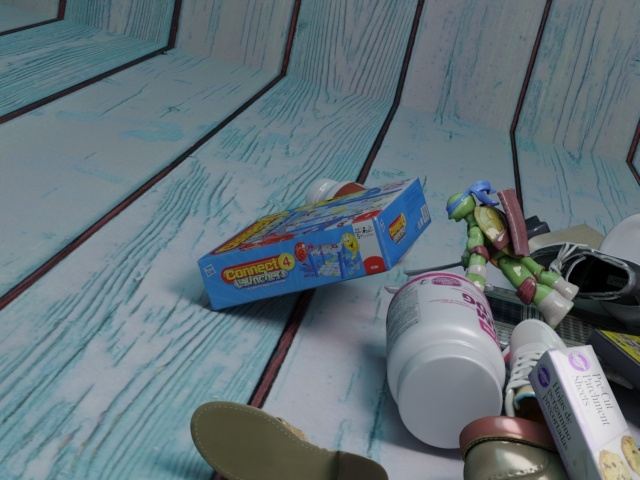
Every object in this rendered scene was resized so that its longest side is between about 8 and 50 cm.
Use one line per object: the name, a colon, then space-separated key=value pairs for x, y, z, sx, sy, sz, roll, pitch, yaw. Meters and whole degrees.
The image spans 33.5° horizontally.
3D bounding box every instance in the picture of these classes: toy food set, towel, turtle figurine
toy food set: x=0.550 y=0.073 z=2.143 sx=0.219 sy=0.092 sz=0.306 roll=38 pitch=30 yaw=29
towel: x=0.373 y=0.164 z=1.813 sx=0.324 sy=0.056 sz=0.312 roll=14 pitch=16 yaw=9
turtle figurine: x=0.280 y=0.067 z=1.793 sx=0.266 sy=0.275 sz=0.198 roll=38 pitch=-11 yaw=7

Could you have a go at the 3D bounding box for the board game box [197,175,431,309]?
board game box: x=0.000 y=0.000 z=1.734 sx=0.301 sy=0.086 sz=0.308 roll=-13 pitch=10 yaw=20

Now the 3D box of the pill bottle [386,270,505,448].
pill bottle: x=0.173 y=0.162 z=1.486 sx=0.160 sy=0.160 sz=0.283 roll=13 pitch=19 yaw=-2

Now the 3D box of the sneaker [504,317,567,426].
sneaker: x=0.289 y=0.195 z=1.410 sx=0.092 sy=0.087 sz=0.229 roll=46 pitch=33 yaw=-43

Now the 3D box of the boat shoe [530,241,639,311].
boat shoe: x=0.451 y=0.060 z=1.873 sx=0.105 sy=0.113 sz=0.306 roll=16 pitch=4 yaw=-33

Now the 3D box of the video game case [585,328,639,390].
video game case: x=0.576 y=0.235 z=1.633 sx=0.248 sy=0.035 sz=0.275 roll=12 pitch=23 yaw=-41

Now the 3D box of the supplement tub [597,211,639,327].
supplement tub: x=0.678 y=0.082 z=1.936 sx=0.338 sy=0.207 sz=0.207 roll=16 pitch=15 yaw=-33

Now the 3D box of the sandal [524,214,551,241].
sandal: x=0.436 y=-0.006 z=2.268 sx=0.097 sy=0.054 sz=0.254 roll=-25 pitch=3 yaw=7

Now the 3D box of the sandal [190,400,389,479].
sandal: x=-0.041 y=0.257 z=1.244 sx=0.240 sy=0.088 sz=0.079 roll=19 pitch=-13 yaw=-3

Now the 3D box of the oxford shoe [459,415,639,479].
oxford shoe: x=0.330 y=0.319 z=1.272 sx=0.348 sy=0.123 sz=0.130 roll=13 pitch=45 yaw=-4

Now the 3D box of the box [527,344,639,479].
box: x=0.325 y=0.271 z=1.191 sx=0.067 sy=0.063 sz=0.324 roll=-2 pitch=53 yaw=-19

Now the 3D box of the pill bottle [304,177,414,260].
pill bottle: x=0.076 y=-0.045 z=2.077 sx=0.216 sy=0.121 sz=0.121 roll=26 pitch=23 yaw=36

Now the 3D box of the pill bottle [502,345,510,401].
pill bottle: x=0.335 y=0.222 z=1.506 sx=0.108 sy=0.108 sz=0.180 roll=2 pitch=22 yaw=-31
